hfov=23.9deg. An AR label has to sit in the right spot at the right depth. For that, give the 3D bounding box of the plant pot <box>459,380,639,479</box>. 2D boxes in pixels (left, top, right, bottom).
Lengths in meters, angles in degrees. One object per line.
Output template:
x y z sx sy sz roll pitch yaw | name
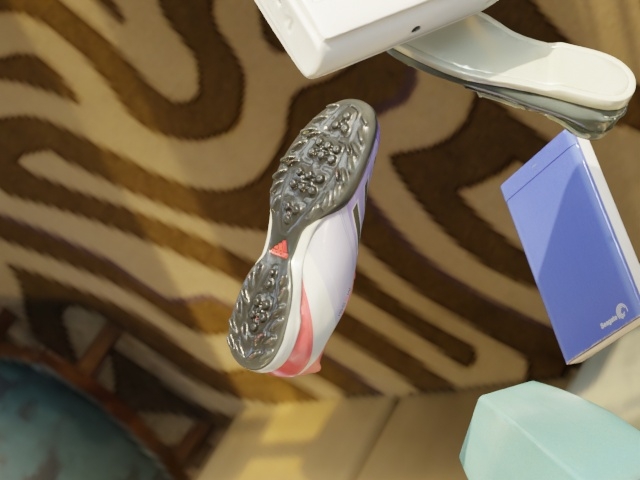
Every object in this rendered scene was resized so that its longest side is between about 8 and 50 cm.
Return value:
0.296 0.292 1.903 0.234 0.166 0.165 40 127 38 | plant pot

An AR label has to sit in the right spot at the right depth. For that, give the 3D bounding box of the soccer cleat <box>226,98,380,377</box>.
0.000 0.000 1.678 0.108 0.318 0.116 21 -178 41 | soccer cleat

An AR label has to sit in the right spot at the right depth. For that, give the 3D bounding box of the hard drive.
0.401 0.009 2.384 0.210 0.040 0.318 -45 58 53 | hard drive

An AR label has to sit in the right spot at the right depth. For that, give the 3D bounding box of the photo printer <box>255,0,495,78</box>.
0.060 -0.343 1.728 0.256 0.307 0.107 58 156 15 | photo printer

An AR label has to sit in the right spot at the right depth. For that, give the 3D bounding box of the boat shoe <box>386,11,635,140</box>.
0.216 -0.199 1.843 0.319 0.116 0.099 16 141 3 | boat shoe
